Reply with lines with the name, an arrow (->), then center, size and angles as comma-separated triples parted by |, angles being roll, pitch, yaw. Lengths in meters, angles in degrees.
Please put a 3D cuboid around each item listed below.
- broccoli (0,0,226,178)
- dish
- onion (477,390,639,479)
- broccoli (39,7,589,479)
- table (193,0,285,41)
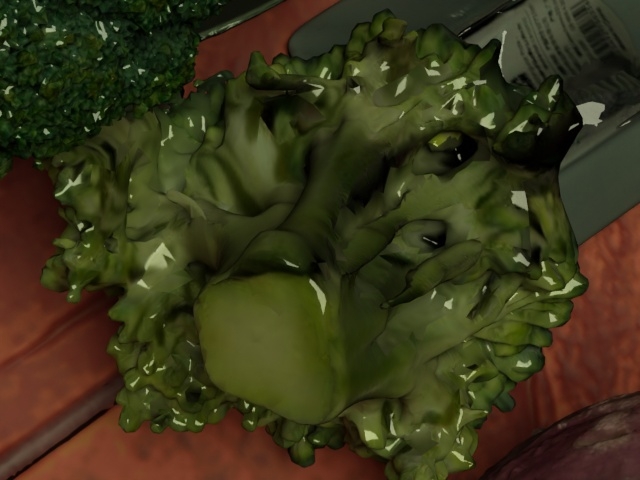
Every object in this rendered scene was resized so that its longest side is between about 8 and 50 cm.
broccoli -> -0.155, -0.155, 0.670 | 0.269, 0.241, 0.261 | 38, 65, -25
dish -> 0.131, -0.097, 0.875 | 0.243, 0.080, 0.182 | -33, 92, -17
onion -> 0.126, 0.205, 0.797 | 0.349, 0.159, 0.267 | -28, 113, 17
broccoli -> 0.000, 0.000, 0.729 | 0.247, 0.243, 0.263 | -38, 95, 15
table -> -0.088, -0.212, 0.805 | 0.126, 0.126, 0.220 | -24, 89, -18
